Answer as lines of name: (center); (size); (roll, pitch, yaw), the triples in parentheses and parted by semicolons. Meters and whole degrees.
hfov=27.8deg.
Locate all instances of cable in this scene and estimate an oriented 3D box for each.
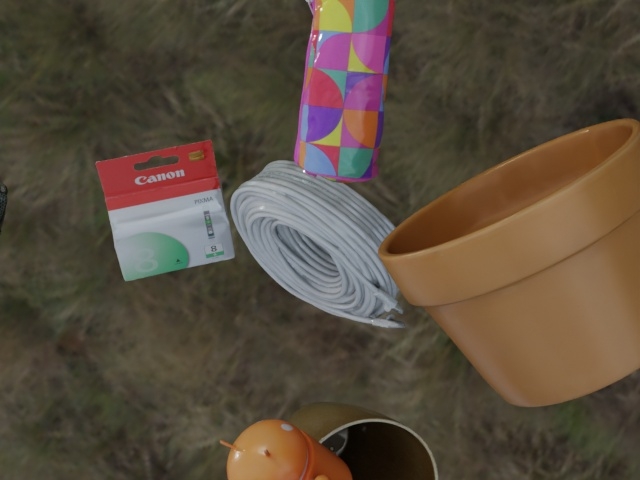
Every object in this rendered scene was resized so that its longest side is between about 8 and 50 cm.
cable: (0.000, 0.000, 1.747); (0.257, 0.089, 0.257); (5, 138, 52)

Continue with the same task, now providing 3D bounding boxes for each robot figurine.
robot figurine: (-0.040, 0.324, 1.766); (0.128, 0.158, 0.219); (-37, 132, 13)

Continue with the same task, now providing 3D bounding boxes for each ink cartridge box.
ink cartridge box: (-0.234, -0.042, 1.979); (0.181, 0.056, 0.224); (-12, 140, -5)

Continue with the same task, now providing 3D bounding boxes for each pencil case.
pencil case: (0.025, -0.182, 1.426); (0.104, 0.104, 0.236); (8, 97, 35)

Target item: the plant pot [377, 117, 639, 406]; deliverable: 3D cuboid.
plant pot: (0.231, 0.033, 1.305); (0.291, 0.291, 0.203); (-18, 103, 51)

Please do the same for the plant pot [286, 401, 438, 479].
plant pot: (0.029, 0.353, 2.062); (0.237, 0.237, 0.254); (51, 174, -22)

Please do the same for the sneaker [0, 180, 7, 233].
sneaker: (-0.413, -0.025, 1.381); (0.087, 0.130, 0.227); (17, 172, 20)
